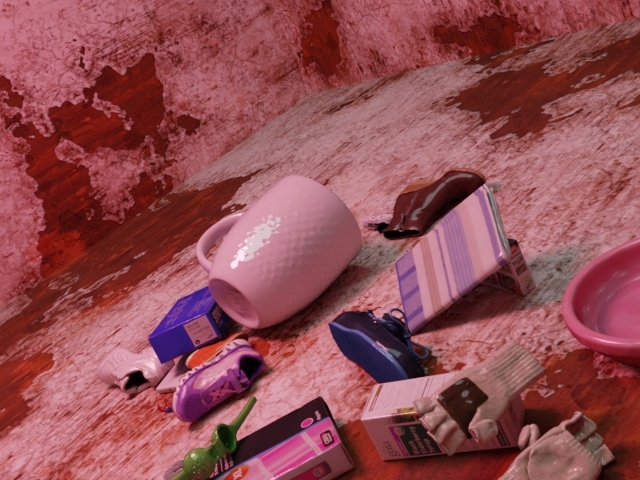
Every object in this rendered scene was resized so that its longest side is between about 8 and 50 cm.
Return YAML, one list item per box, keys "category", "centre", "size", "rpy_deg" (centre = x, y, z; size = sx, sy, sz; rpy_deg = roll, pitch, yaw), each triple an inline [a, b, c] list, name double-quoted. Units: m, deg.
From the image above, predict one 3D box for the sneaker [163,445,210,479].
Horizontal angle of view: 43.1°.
- category: "sneaker"
  centre: [-0.218, 0.422, 1.526]
  size: [0.158, 0.061, 0.065]
  rpy_deg: [-26, -7, 0]

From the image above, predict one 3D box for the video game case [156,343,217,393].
- category: "video game case"
  centre: [-0.300, 0.303, 1.940]
  size: [0.143, 0.019, 0.157]
  rpy_deg: [-14, 24, 31]

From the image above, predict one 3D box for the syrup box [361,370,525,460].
- category: "syrup box"
  centre: [0.194, 0.276, 1.290]
  size: [0.237, 0.093, 0.096]
  rpy_deg: [-15, 24, 29]

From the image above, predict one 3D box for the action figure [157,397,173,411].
- category: "action figure"
  centre: [-0.317, 0.366, 1.800]
  size: [0.115, 0.030, 0.038]
  rpy_deg: [-6, 24, 40]

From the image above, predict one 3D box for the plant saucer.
- category: "plant saucer"
  centre: [0.560, 0.095, 1.295]
  size: [0.332, 0.084, 0.332]
  rpy_deg: [-23, 21, 9]

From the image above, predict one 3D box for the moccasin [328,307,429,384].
- category: "moccasin"
  centre: [0.117, 0.183, 1.555]
  size: [0.117, 0.137, 0.342]
  rpy_deg: [-27, 21, -14]

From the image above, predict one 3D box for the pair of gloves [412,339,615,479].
- category: "pair of gloves"
  centre: [0.269, 0.268, 1.130]
  size: [0.204, 0.042, 0.240]
  rpy_deg: [-30, 57, -11]

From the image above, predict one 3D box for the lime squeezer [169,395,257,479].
- category: "lime squeezer"
  centre: [-0.195, 0.377, 1.436]
  size: [0.310, 0.059, 0.110]
  rpy_deg: [-41, -9, -35]

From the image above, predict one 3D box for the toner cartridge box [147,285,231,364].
- category: "toner cartridge box"
  centre: [-0.309, 0.193, 2.050]
  size: [0.165, 0.075, 0.348]
  rpy_deg: [-23, 10, 7]

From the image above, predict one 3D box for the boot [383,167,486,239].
- category: "boot"
  centre: [0.297, -0.086, 2.103]
  size: [0.248, 0.090, 0.207]
  rpy_deg: [-9, 39, 38]

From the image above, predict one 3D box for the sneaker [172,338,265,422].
- category: "sneaker"
  centre: [-0.209, 0.303, 1.736]
  size: [0.105, 0.095, 0.236]
  rpy_deg: [9, 39, 46]

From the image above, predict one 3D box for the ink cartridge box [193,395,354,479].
- category: "ink cartridge box"
  centre: [-0.131, 0.416, 1.404]
  size: [0.371, 0.069, 0.176]
  rpy_deg: [-30, 20, -2]

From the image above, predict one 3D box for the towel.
- category: "towel"
  centre: [0.262, 0.040, 1.632]
  size: [0.285, 0.034, 0.209]
  rpy_deg: [-44, 34, 33]

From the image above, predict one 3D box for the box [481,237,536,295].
- category: "box"
  centre: [0.339, 0.041, 1.655]
  size: [0.036, 0.114, 0.207]
  rpy_deg: [-34, 22, -19]

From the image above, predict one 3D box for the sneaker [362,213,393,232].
- category: "sneaker"
  centre: [0.149, -0.040, 2.195]
  size: [0.098, 0.038, 0.069]
  rpy_deg: [-15, 23, 30]

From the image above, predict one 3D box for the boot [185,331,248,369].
- category: "boot"
  centre: [-0.240, 0.257, 1.887]
  size: [0.085, 0.059, 0.158]
  rpy_deg: [14, 37, 40]

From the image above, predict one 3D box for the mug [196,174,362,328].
- category: "mug"
  centre: [-0.140, 0.032, 1.990]
  size: [0.374, 0.276, 0.328]
  rpy_deg: [20, 52, 35]

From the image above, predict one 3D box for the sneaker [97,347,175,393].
- category: "sneaker"
  centre: [-0.478, 0.329, 2.002]
  size: [0.232, 0.090, 0.115]
  rpy_deg: [-15, 27, 31]
